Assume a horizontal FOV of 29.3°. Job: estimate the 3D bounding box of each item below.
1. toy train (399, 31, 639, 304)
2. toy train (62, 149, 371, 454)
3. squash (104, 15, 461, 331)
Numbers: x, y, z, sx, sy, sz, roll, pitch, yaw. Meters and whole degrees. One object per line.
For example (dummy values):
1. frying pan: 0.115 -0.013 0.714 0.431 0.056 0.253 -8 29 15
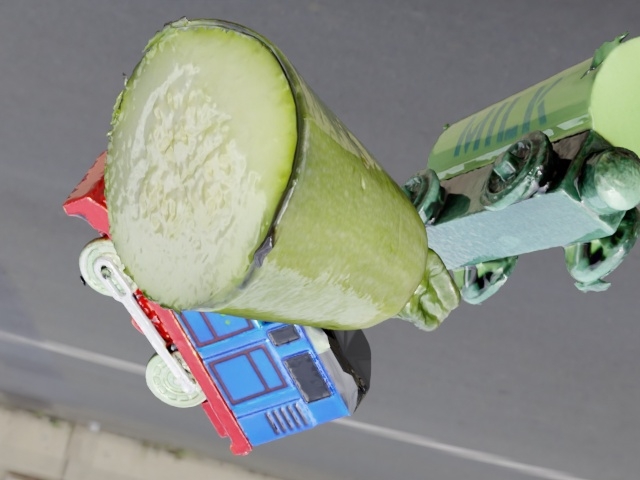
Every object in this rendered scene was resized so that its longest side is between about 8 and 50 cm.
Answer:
1. toy train: 0.139 -0.050 0.804 0.105 0.157 0.253 35 161 -14
2. toy train: -0.063 0.030 0.773 0.131 0.083 0.204 -20 113 20
3. squash: -0.015 -0.004 0.648 0.137 0.137 0.287 4 168 23
